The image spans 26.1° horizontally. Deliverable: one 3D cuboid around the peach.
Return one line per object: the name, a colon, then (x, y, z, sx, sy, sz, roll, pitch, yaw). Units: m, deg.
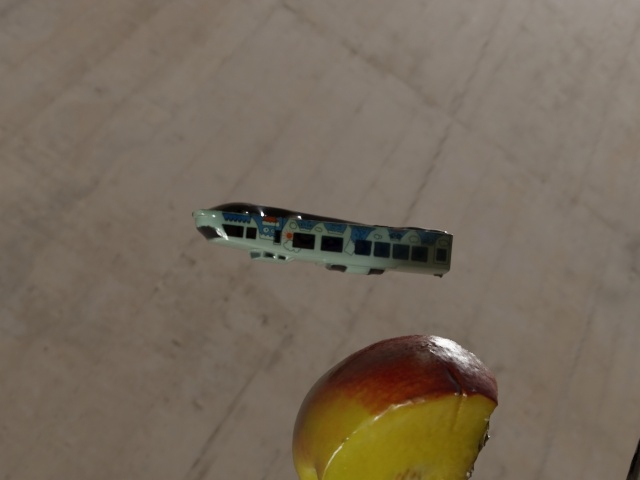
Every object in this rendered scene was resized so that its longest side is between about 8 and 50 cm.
peach: (0.048, 0.125, 0.954, 0.151, 0.151, 0.118, 10, -111, -34)

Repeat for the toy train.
toy train: (0.000, 0.000, 1.099, 0.207, 0.043, 0.047, 7, -98, -11)

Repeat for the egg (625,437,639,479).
egg: (0.330, 0.223, 0.859, 0.201, 0.337, 0.337, 8, -166, 38)
